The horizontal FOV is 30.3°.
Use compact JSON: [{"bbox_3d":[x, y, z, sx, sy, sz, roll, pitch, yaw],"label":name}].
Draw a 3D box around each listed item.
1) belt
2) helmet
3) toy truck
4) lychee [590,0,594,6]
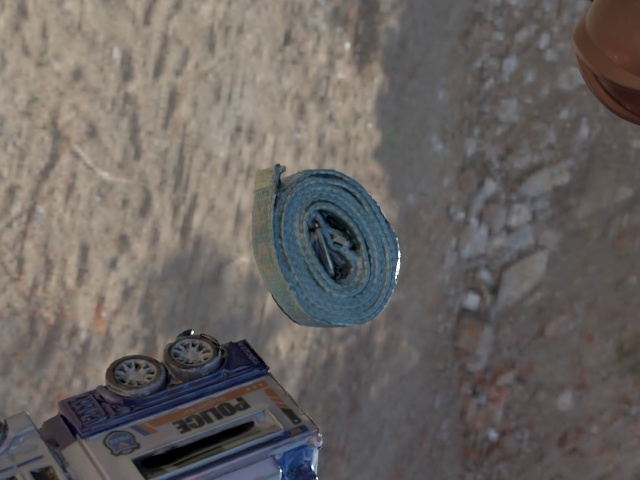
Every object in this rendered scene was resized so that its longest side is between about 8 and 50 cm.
[{"bbox_3d":[0.003,0.008,1.208,0.147,0.082,0.163,2,87,-27],"label":"belt"},{"bbox_3d":[0.158,-0.095,0.592,0.089,0.057,0.111,61,5,-53],"label":"helmet"},{"bbox_3d":[-0.145,0.182,0.871,0.268,0.155,0.124,-18,128,-29],"label":"toy truck"},{"bbox_3d":[0.319,-0.288,0.974,0.264,0.264,0.300,67,25,-58],"label":"lychee"}]
